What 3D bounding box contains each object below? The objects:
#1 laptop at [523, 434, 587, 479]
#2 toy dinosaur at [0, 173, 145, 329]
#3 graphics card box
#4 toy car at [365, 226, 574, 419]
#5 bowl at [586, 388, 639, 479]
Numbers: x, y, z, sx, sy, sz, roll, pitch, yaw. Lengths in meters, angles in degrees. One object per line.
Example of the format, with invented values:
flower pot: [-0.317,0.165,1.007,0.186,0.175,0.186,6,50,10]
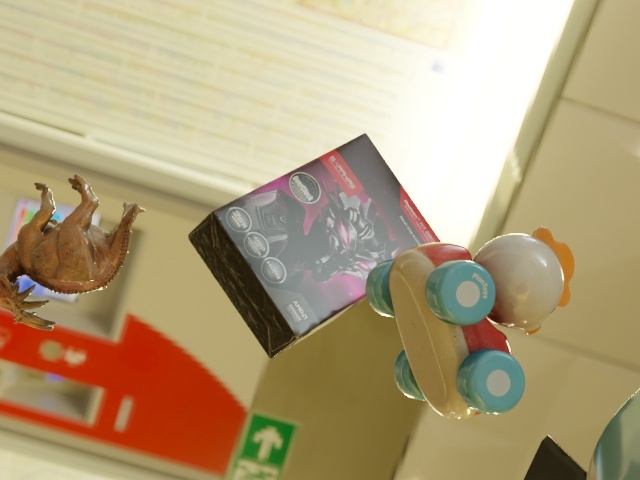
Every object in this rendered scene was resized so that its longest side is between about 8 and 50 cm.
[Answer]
laptop: [0.353,0.443,1.970,0.137,0.264,0.234,-31,-166,-2]
toy dinosaur: [-0.349,0.031,1.939,0.127,0.296,0.200,42,49,-49]
graphics card box: [0.000,0.000,2.205,0.371,0.232,0.094,-29,173,-41]
toy car: [0.214,0.080,1.683,0.219,0.238,0.210,-3,-73,70]
bowl: [0.327,0.204,1.084,0.163,0.312,0.311,-108,-145,-61]
